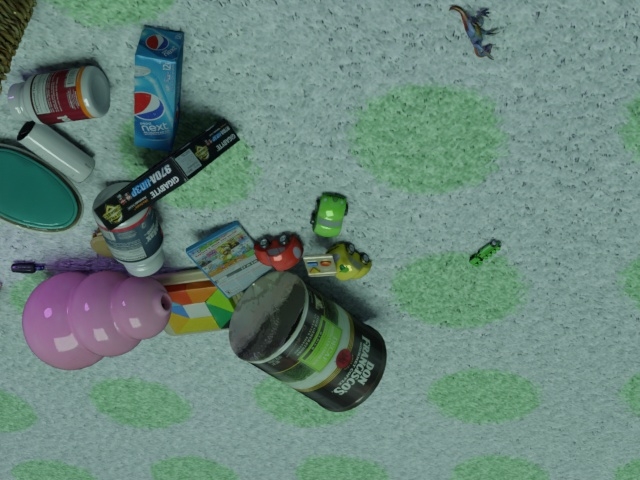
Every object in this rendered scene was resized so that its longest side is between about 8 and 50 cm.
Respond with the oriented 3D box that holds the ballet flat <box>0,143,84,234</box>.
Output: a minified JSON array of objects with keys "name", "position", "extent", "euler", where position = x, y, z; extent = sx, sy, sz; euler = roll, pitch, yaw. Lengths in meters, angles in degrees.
[{"name":"ballet flat","position":[-0.621,-0.117,1.778],"extent":[0.400,0.139,0.139],"euler":[19,141,-9]}]

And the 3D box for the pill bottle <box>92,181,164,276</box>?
[{"name":"pill bottle","position":[-0.358,-0.016,1.864],"extent":[0.108,0.108,0.180],"euler":[0,143,9]}]

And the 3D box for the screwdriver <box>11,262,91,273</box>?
[{"name":"screwdriver","position":[-0.570,0.057,2.071],"extent":[0.170,0.025,0.024],"euler":[-2,142,-2]}]

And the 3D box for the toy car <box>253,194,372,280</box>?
[{"name":"toy car","position":[0.000,0.000,1.865],"extent":[0.239,0.053,0.225],"euler":[9,141,-8]}]

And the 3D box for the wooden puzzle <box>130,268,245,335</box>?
[{"name":"wooden puzzle","position":[-0.265,0.140,2.102],"extent":[0.238,0.044,0.221],"euler":[-4,141,14]}]

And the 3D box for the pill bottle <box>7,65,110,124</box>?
[{"name":"pill bottle","position":[-0.431,-0.236,1.609],"extent":[0.152,0.086,0.086],"euler":[-5,141,16]}]

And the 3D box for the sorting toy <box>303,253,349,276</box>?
[{"name":"sorting toy","position":[0.013,0.049,1.871],"extent":[0.083,0.012,0.062],"euler":[-4,140,9]}]

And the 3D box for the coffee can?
[{"name":"coffee can","position":[-0.024,0.210,2.007],"extent":[0.201,0.201,0.275],"euler":[-22,138,32]}]

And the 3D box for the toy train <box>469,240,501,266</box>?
[{"name":"toy train","position":[0.317,0.024,1.884],"extent":[0.023,0.017,0.083],"euler":[32,137,-13]}]

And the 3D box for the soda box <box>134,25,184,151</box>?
[{"name":"soda box","position":[-0.263,-0.242,1.586],"extent":[0.067,0.071,0.210],"euler":[9,143,-3]}]

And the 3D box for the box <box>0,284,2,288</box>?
[{"name":"box","position":[-0.859,0.118,2.082],"extent":[0.300,0.154,0.142],"euler":[30,137,-25]}]

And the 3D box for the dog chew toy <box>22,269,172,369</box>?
[{"name":"dog chew toy","position":[-0.448,0.154,2.008],"extent":[0.332,0.207,0.206],"euler":[-11,139,27]}]

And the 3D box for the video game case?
[{"name":"video game case","position":[-0.177,0.041,1.953],"extent":[0.119,0.015,0.166],"euler":[-27,134,9]}]

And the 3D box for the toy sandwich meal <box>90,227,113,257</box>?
[{"name":"toy sandwich meal","position":[-0.424,0.003,1.966],"extent":[0.085,0.029,0.085],"euler":[3,147,2]}]

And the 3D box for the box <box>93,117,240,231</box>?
[{"name":"box","position":[-0.263,-0.112,1.670],"extent":[0.220,0.175,0.051],"euler":[-28,102,36]}]

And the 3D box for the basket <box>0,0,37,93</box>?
[{"name":"basket","position":[-0.596,-0.337,1.393],"extent":[0.213,0.223,0.299],"euler":[-17,137,28]}]

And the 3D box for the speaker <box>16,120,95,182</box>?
[{"name":"speaker","position":[-0.470,-0.160,1.737],"extent":[0.055,0.055,0.136],"euler":[-24,132,34]}]

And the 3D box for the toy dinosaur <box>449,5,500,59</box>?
[{"name":"toy dinosaur","position":[0.235,-0.310,1.464],"extent":[0.090,0.047,0.082],"euler":[36,156,17]}]
